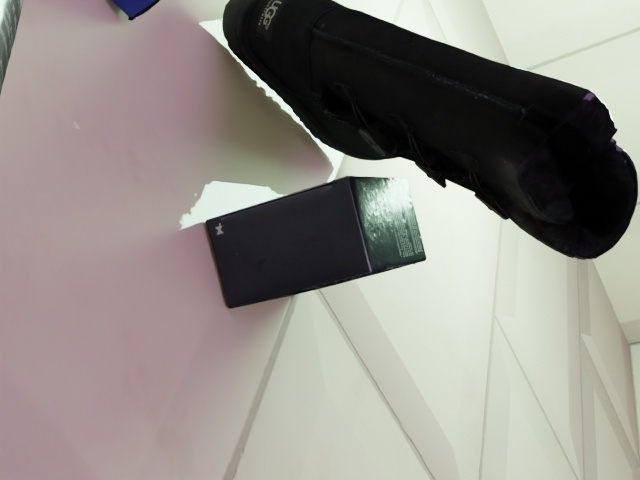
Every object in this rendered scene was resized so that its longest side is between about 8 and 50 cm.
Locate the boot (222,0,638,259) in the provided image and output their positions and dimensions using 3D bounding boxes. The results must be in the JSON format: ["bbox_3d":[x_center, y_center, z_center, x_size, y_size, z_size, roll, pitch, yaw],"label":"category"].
[{"bbox_3d":[0.145,-0.117,0.974,0.367,0.445,0.146,22,96,-49],"label":"boot"}]

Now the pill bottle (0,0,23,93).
[{"bbox_3d":[-0.241,-0.083,0.450,0.162,0.162,0.278,42,39,-47],"label":"pill bottle"}]

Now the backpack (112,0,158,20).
[{"bbox_3d":[-0.154,-0.283,0.836,0.101,0.098,0.120,53,32,-30],"label":"backpack"}]

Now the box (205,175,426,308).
[{"bbox_3d":[0.000,0.000,0.900,0.158,0.156,0.093,-6,81,-64],"label":"box"}]
